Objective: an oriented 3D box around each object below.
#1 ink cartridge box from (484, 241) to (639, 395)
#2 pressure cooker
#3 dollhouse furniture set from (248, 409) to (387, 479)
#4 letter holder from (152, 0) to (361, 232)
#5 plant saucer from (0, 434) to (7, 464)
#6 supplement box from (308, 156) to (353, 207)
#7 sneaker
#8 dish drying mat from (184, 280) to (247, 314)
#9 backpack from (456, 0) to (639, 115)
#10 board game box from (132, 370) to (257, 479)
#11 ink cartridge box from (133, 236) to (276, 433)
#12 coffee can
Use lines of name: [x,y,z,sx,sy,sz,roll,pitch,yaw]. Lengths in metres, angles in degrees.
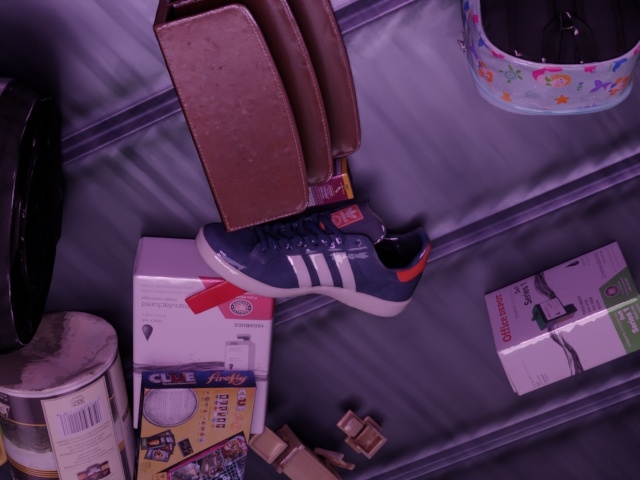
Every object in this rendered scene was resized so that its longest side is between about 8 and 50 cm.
ink cartridge box: [0.362,0.114,1.729,0.219,0.160,0.092,-23,117,12]
pressure cooker: [-0.566,-0.041,1.519,0.420,0.375,0.370,5,106,-4]
dollhouse furniture set: [-0.016,0.304,1.900,0.161,0.101,0.182,-46,113,-3]
letter holder: [-0.066,-0.196,1.549,0.214,0.152,0.302,-14,120,6]
plant saucer: [-0.668,0.207,1.824,0.333,0.081,0.333,-3,121,1]
supplement box: [0.002,-0.081,1.671,0.083,0.055,0.043,-12,121,7]
sneaker: [0.000,0.000,1.655,0.350,0.131,0.148,10,125,-31]
dish drying mat: [-0.147,0.077,1.656,0.083,0.008,0.032,-25,118,11]
backpack: [0.283,-0.265,1.452,0.225,0.253,0.191,-2,141,-1]
board game box: [-0.190,0.302,1.752,0.165,0.042,0.243,1,121,-15]
ink cartridge box: [-0.174,0.146,1.768,0.207,0.117,0.283,3,120,-3]
coffee can: [-0.386,0.276,1.796,0.201,0.201,0.275,-4,120,2]
